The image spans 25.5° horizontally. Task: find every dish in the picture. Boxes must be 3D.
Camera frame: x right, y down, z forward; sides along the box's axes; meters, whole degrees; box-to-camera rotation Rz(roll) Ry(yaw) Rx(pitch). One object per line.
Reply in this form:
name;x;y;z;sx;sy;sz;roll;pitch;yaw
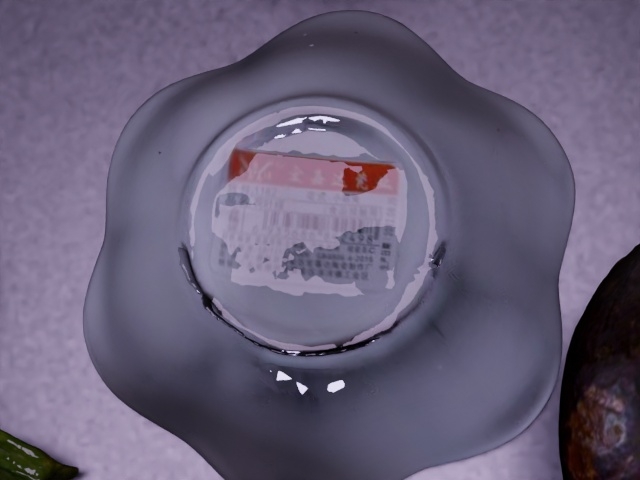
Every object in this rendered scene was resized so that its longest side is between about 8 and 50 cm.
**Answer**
dish;0.000;0.000;0.597;0.229;0.081;0.229;-2;77;6

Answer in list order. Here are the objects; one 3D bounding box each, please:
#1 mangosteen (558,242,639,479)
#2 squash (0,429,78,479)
mangosteen;0.189;0.062;0.492;0.192;0.217;0.192;8;62;-16
squash;-0.206;0.105;0.604;0.200;0.090;0.075;-14;39;-10
